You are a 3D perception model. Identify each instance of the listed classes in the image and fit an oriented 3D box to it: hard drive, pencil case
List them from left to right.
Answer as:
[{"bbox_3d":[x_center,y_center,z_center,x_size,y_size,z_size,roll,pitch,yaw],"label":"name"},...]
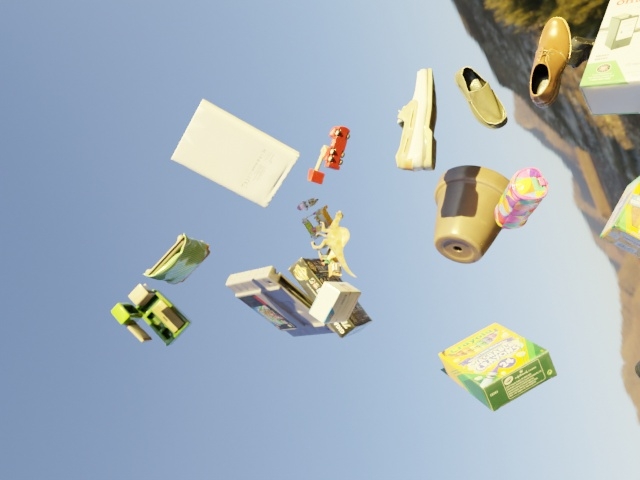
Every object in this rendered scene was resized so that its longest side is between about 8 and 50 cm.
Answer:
[{"bbox_3d":[-0.252,-0.252,1.900,0.319,0.210,0.040,28,-151,-15],"label":"hard drive"},{"bbox_3d":[0.540,-0.109,1.727,0.236,0.105,0.104,78,179,-72],"label":"pencil case"}]

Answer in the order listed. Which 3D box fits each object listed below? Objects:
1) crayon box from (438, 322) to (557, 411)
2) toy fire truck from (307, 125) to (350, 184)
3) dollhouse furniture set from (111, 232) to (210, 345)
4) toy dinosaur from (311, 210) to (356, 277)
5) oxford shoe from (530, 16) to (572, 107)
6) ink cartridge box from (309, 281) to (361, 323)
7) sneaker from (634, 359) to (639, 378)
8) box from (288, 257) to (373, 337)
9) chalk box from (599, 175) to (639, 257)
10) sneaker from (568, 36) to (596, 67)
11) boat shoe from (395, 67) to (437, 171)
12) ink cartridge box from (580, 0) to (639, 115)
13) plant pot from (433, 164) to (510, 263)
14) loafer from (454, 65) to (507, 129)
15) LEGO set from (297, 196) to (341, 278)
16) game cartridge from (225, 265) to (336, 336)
[{"bbox_3d":[0.471,0.335,1.780,0.083,0.203,0.323,65,171,-13],"label":"crayon box"},{"bbox_3d":[0.027,-0.280,2.100,0.047,0.135,0.191,15,-91,-28],"label":"toy fire truck"},{"bbox_3d":[-0.408,0.145,1.816,0.151,0.301,0.197,44,-178,10],"label":"dollhouse furniture set"},{"bbox_3d":[0.031,0.008,1.552,0.053,0.093,0.183,36,-139,-57],"label":"toy dinosaur"},{"bbox_3d":[0.527,-0.419,1.472,0.076,0.076,0.212,15,-96,-53],"label":"oxford shoe"},{"bbox_3d":[0.037,0.150,1.550,0.052,0.088,0.122,32,-169,28],"label":"ink cartridge box"},{"bbox_3d":[0.941,0.389,1.784,0.107,0.124,0.283,54,-132,-11],"label":"sneaker"},{"bbox_3d":[0.042,0.191,2.206,0.293,0.073,0.295,51,-169,12],"label":"box"},{"bbox_3d":[0.824,-0.079,1.599,0.132,0.213,0.132,30,173,12],"label":"chalk box"},{"bbox_3d":[0.772,-0.551,1.896,0.170,0.089,0.051,6,-134,-21],"label":"sneaker"},{"bbox_3d":[0.261,-0.333,1.743,0.113,0.104,0.302,46,-133,-62],"label":"boat shoe"},{"bbox_3d":[0.767,-0.448,1.511,0.121,0.211,0.289,42,-115,-40],"label":"ink cartridge box"},{"bbox_3d":[0.447,-0.060,1.941,0.263,0.263,0.229,50,-125,-36],"label":"plant pot"},{"bbox_3d":[0.531,-0.479,2.131,0.251,0.094,0.087,54,-176,11],"label":"loafer"},{"bbox_3d":[0.000,0.000,2.140,0.132,0.107,0.286,-12,-100,-59],"label":"LEGO set"},{"bbox_3d":[-0.130,0.220,2.178,0.355,0.230,0.068,42,-131,-31],"label":"game cartridge"}]
